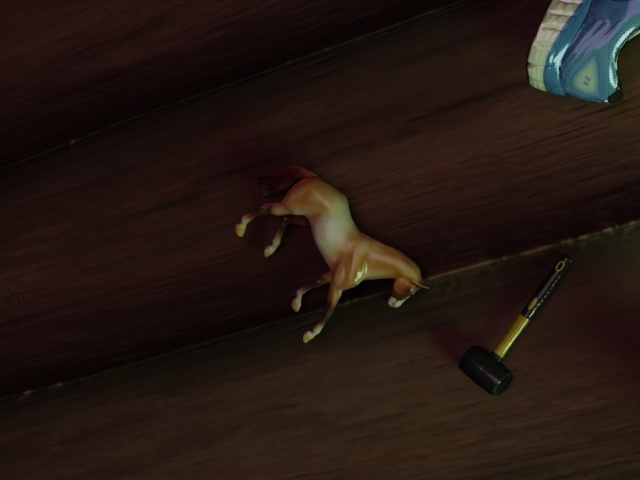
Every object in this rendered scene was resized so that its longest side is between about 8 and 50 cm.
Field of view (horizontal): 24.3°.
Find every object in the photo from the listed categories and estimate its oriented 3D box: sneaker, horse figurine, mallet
[{"bbox_3d":[0.365,-0.311,1.727,0.147,0.130,0.330,24,98,12],"label":"sneaker"},{"bbox_3d":[0.000,0.000,1.890,0.174,0.066,0.263,-39,72,23],"label":"horse figurine"},{"bbox_3d":[0.234,0.093,1.784,0.062,0.039,0.189,30,93,28],"label":"mallet"}]
